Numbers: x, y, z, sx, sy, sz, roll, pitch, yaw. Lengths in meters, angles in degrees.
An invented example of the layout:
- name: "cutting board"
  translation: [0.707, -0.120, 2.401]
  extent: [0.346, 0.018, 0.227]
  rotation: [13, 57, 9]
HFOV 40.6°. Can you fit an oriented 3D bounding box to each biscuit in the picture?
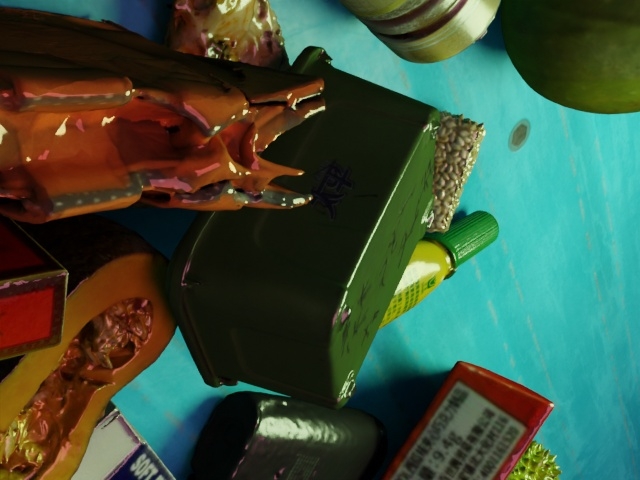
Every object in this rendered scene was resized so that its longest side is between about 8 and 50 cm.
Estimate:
- name: "biscuit"
  translation: [0.160, -0.093, 1.170]
  extent: [0.070, 0.082, 0.168]
  rotation: [-23, 134, -69]

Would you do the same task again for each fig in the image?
- name: "fig"
  translation: [0.399, -0.298, 1.097]
  extent: [0.316, 0.316, 0.316]
  rotation: [-26, 131, -34]

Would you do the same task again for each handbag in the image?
- name: "handbag"
  translation: [-0.232, -0.091, 0.580]
  extent: [0.410, 0.303, 0.116]
  rotation: [-6, 113, -44]

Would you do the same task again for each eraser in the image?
- name: "eraser"
  translation: [-0.237, 0.291, 0.992]
  extent: [0.130, 0.086, 0.287]
  rotation: [-42, 138, -22]

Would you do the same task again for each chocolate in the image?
- name: "chocolate"
  translation: [0.200, 0.357, 1.354]
  extent: [0.360, 0.161, 0.341]
  rotation: [-56, 166, -4]

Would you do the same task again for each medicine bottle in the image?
- name: "medicine bottle"
  translation: [0.143, 0.038, 1.233]
  extent: [0.309, 0.076, 0.111]
  rotation: [-27, 138, -32]
- name: "medicine bottle"
  translation: [0.046, -0.312, 0.845]
  extent: [0.322, 0.151, 0.151]
  rotation: [28, 93, -51]

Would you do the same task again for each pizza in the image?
- name: "pizza"
  translation: [-0.099, -0.170, 0.850]
  extent: [0.189, 0.071, 0.297]
  rotation: [-8, 119, -43]

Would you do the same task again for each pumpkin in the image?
- name: "pumpkin"
  translation: [-0.280, 0.106, 0.786]
  extent: [0.317, 0.139, 0.222]
  rotation: [-51, 143, -7]

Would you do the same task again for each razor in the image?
- name: "razor"
  translation: [-0.033, 0.308, 1.202]
  extent: [0.327, 0.107, 0.189]
  rotation: [26, 93, -51]

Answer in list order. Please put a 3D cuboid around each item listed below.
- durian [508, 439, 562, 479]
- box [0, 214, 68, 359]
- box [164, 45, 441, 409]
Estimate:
- name: "durian"
  translation: [0.326, 0.494, 1.604]
  extent: [0.291, 0.225, 0.291]
  rotation: [-22, 119, -46]
- name: "box"
  translation: [-0.306, 0.008, 0.613]
  extent: [0.153, 0.240, 0.074]
  rotation: [-16, 125, -40]
- name: "box"
  translation: [0.000, 0.000, 0.892]
  extent: [0.328, 0.178, 0.252]
  rotation: [-61, 163, -27]
